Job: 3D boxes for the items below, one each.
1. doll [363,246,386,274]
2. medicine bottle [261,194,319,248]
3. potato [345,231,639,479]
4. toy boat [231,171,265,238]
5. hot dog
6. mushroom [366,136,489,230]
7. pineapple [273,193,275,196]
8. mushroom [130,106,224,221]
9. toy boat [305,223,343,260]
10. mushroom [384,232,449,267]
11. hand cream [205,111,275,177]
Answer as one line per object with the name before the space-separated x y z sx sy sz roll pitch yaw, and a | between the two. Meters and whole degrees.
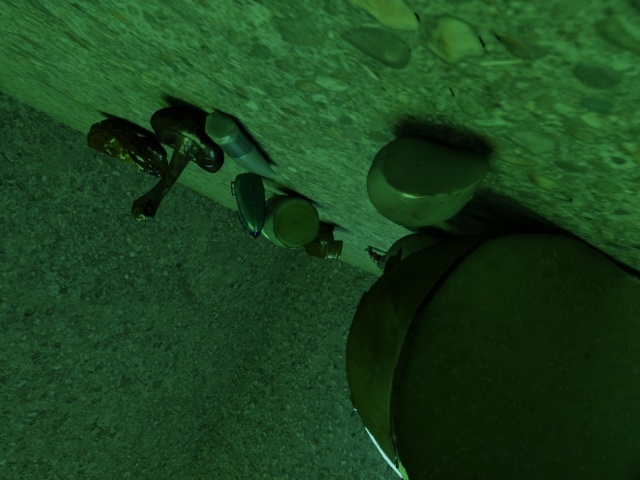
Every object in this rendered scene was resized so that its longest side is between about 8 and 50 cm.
doll | 0.240 0.082 1.596 0.180 0.079 0.094 35 180 21
medicine bottle | -0.091 -0.055 1.198 0.147 0.147 0.143 26 179 -27
potato | 0.246 0.186 0.657 0.442 0.385 0.319 20 177 -13
toy boat | -0.187 -0.089 1.136 0.091 0.175 0.110 -10 -179 -23
hot dog | -0.579 -0.289 1.296 0.259 0.114 0.175 25 -179 20
mushroom | 0.109 -0.051 0.490 0.116 0.093 0.225 3 169 4
pineapple | -0.145 -0.079 1.456 0.130 0.119 0.277 43 173 -2
mushroom | -0.286 -0.130 0.819 0.148 0.217 0.227 31 175 -1
toy boat | 0.000 0.000 1.547 0.089 0.121 0.321 0 -177 -16
mushroom | 0.230 0.085 0.895 0.206 0.209 0.206 11 -160 -4
hand cream | -0.145 -0.166 0.803 0.079 0.048 0.255 32 179 10
